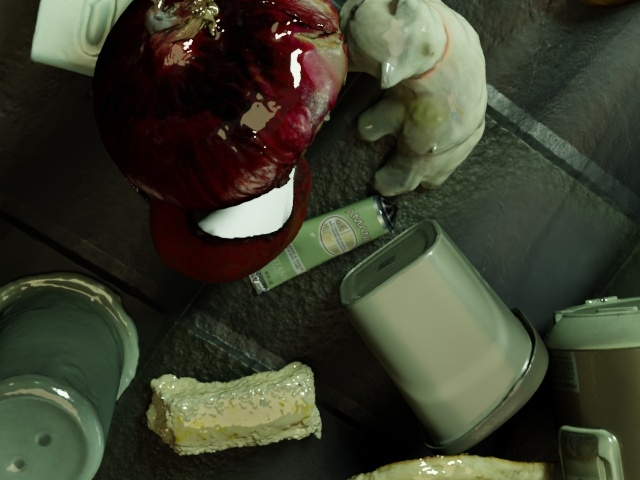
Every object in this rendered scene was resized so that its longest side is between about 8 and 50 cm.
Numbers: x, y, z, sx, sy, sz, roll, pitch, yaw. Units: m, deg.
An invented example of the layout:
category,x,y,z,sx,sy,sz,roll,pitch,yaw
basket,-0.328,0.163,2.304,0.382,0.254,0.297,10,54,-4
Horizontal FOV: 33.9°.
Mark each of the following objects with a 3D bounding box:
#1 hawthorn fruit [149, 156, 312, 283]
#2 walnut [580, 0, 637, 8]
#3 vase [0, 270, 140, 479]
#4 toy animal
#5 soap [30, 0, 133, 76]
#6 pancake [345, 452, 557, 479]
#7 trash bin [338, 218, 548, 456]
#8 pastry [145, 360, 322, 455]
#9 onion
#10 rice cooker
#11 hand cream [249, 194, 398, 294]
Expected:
category,x,y,z,sx,sy,sz,roll,pitch,yaw
hawthorn fruit,-0.122,-0.041,1.370,0.215,0.215,0.250,13,142,-11
walnut,0.424,-0.380,1.349,0.245,0.137,0.137,-23,111,10
vase,-0.371,0.201,1.380,0.245,0.291,0.245,-1,110,-4
toy animal,0.113,-0.192,1.360,0.266,0.188,0.308,11,105,-20
soap,-0.216,-0.275,1.331,0.265,0.087,0.160,13,107,-11
pancake,0.165,0.356,1.509,0.356,0.356,0.065,-7,73,-4
trash bin,0.163,0.124,1.467,0.219,0.220,0.250,-37,102,6
pastry,-0.125,0.244,1.536,0.258,0.089,0.121,-3,98,-9
onion,-0.123,-0.182,1.170,0.314,0.314,0.232,-44,150,9
rice cooker,0.477,0.239,1.442,0.335,0.335,0.325,-7,89,-4
hand cream,0.000,0.000,1.480,0.235,0.055,0.086,-22,108,9
